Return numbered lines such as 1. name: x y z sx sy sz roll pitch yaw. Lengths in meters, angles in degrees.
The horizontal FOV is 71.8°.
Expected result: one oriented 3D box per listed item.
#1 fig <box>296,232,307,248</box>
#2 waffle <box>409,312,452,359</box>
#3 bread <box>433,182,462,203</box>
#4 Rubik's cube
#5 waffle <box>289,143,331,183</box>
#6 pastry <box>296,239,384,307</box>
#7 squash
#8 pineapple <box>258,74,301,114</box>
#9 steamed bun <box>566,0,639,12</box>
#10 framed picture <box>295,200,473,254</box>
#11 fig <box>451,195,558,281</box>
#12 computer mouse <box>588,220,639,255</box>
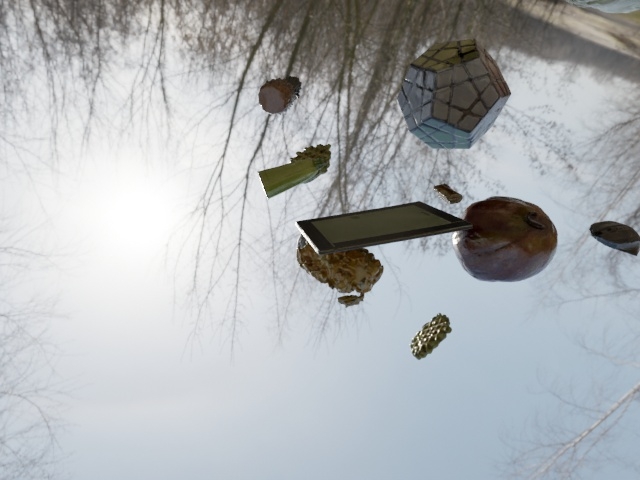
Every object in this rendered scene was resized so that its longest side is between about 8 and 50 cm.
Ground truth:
1. fig: 0.028 0.017 1.457 0.191 0.190 0.290 9 174 -19
2. waffle: 0.386 0.335 1.553 0.036 0.183 0.169 42 -168 -7
3. bread: 0.351 -0.129 1.222 0.047 0.036 0.083 -8 -149 -14
4. Rubik's cube: 0.389 -0.423 1.302 0.264 0.319 0.319 41 -143 18
5. waffle: -0.051 -0.305 1.801 0.054 0.224 0.204 49 -149 -42
6. pastry: 0.045 0.067 1.099 0.102 0.154 0.250 27 -175 -46
7. squash: -0.079 -0.206 1.354 0.224 0.094 0.094 -21 -140 1
8. pineapple: -0.167 -0.671 1.974 0.158 0.157 0.278 23 -139 3
9. steamed bun: 0.560 -0.637 0.890 0.247 0.339 0.352 1 -170 41
10. framed picture: 0.132 -0.037 1.026 0.347 0.016 0.265 -10 -163 -12
11. fig: 0.442 -0.003 1.066 0.224 0.223 0.263 11 -166 -16
12. computer mouse: 0.739 -0.013 1.097 0.172 0.057 0.099 8 -146 -28
